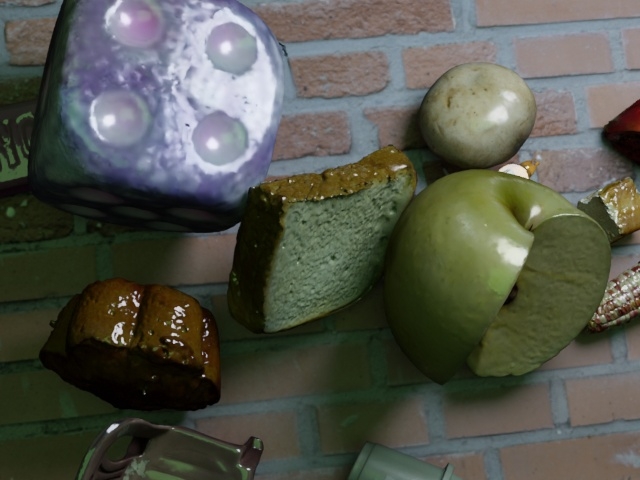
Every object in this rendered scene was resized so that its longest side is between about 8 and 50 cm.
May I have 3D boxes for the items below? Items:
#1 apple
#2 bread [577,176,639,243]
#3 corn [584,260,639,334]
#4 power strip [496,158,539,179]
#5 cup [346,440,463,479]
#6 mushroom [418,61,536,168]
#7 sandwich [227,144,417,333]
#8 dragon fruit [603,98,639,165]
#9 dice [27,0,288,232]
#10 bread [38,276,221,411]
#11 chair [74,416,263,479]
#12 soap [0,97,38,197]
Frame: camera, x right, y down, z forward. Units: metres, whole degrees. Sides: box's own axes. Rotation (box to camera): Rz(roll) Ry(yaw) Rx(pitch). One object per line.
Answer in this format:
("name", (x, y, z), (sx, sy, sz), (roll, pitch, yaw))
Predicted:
("apple", (0.207, 0.041, 1.181), (0.295, 0.257, 0.233), (-10, 48, -38))
("bread", (0.427, -0.041, 1.305), (0.070, 0.077, 0.083), (-23, 83, -18))
("corn", (0.475, 0.060, 1.293), (0.237, 0.079, 0.079), (-27, 84, -4))
("power strip", (0.250, -0.065, 1.319), (0.178, 0.028, 0.049), (-36, 85, -7))
("cup", (0.109, 0.333, 1.215), (0.141, 0.120, 0.120), (27, 81, 14))
("mushroom", (0.223, -0.176, 1.289), (0.166, 0.127, 0.166), (-4, 61, 7))
("sandwich", (-0.001, 0.000, 1.172), (0.251, 0.226, 0.087), (-18, 41, -41))
("dragon fruit", (0.510, -0.168, 1.290), (0.127, 0.161, 0.120), (37, 83, -9))
("dice", (-0.216, -0.164, 1.154), (0.271, 0.270, 0.270), (11, 78, -22))
("bread", (-0.238, 0.142, 1.155), (0.232, 0.246, 0.135), (10, 65, -10))
("chair", (-0.178, 0.308, 1.089), (0.183, 0.326, 0.175), (16, 82, 0))
("soap", (-0.443, -0.126, 1.270), (0.203, 0.065, 0.122), (-14, 83, -6))
